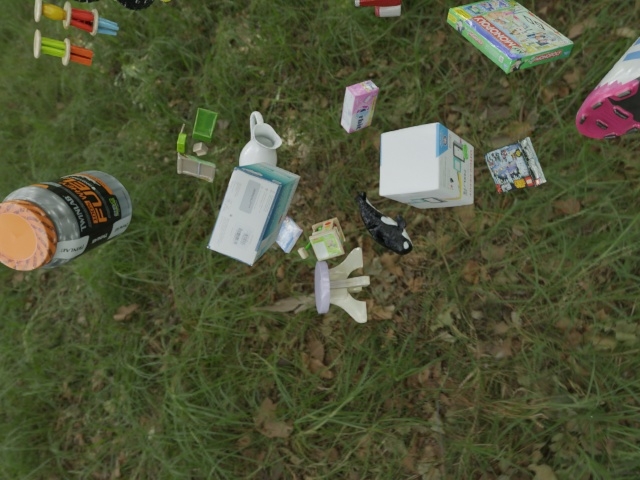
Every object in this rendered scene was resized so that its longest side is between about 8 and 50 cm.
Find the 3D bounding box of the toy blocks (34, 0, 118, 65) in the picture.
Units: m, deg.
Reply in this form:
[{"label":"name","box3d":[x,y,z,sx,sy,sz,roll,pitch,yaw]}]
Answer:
[{"label":"toy blocks","box3d":[-0.489,-0.412,0.932,0.054,0.148,0.123,9,97,51]}]

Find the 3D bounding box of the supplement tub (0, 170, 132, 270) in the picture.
[{"label":"supplement tub","box3d":[-0.619,-0.052,1.115,0.193,0.316,0.194,2,109,7]}]

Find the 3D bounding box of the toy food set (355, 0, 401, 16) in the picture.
[{"label":"toy food set","box3d":[0.118,-0.550,0.977,0.104,0.232,0.111,0,93,9]}]

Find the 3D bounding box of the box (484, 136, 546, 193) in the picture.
[{"label":"box","box3d":[0.393,-0.149,0.941,0.027,0.137,0.094,-23,92,-7]}]

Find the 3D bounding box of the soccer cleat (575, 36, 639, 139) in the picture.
[{"label":"soccer cleat","box3d":[0.594,-0.311,0.814,0.116,0.331,0.143,28,66,2]}]

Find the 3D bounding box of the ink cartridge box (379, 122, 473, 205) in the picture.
[{"label":"ink cartridge box","box3d":[0.340,-0.222,1.452,0.197,0.270,0.198,-2,83,39]}]

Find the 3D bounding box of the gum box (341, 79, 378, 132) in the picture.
[{"label":"gum box","box3d":[0.147,-0.507,1.769,0.107,0.188,0.062,-23,61,-20]}]

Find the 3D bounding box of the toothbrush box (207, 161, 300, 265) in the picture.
[{"label":"toothbrush box","box3d":[-0.167,-0.084,1.234,0.126,0.295,0.216,22,103,0]}]

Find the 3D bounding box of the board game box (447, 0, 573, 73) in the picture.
[{"label":"board game box","box3d":[0.555,-0.622,1.375,0.213,0.046,0.317,-18,54,-13]}]

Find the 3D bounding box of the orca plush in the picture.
[{"label":"orca plush","box3d":[0.220,-0.047,1.668,0.151,0.287,0.102,-22,17,36]}]

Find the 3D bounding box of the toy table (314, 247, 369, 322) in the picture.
[{"label":"toy table","box3d":[0.069,0.153,1.561,0.160,0.274,0.252,-2,90,-4]}]

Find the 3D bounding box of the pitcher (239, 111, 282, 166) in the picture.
[{"label":"pitcher","box3d":[-0.211,-0.313,1.562,0.178,0.125,0.207,69,152,24]}]

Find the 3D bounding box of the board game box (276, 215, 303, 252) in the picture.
[{"label":"board game box","box3d":[-0.107,-0.020,1.499,0.090,0.020,0.090,-58,45,12]}]

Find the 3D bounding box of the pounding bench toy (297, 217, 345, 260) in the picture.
[{"label":"pounding bench toy","box3d":[0.000,0.000,0.876,0.083,0.052,0.065,-17,23,12]}]

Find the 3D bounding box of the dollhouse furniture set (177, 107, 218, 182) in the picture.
[{"label":"dollhouse furniture set","box3d":[-0.230,-0.179,0.879,0.152,0.076,0.059,125,154,-60]}]

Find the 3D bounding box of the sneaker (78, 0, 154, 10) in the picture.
[{"label":"sneaker","box3d":[-0.602,-0.740,1.322,0.108,0.271,0.100,55,133,21]}]
